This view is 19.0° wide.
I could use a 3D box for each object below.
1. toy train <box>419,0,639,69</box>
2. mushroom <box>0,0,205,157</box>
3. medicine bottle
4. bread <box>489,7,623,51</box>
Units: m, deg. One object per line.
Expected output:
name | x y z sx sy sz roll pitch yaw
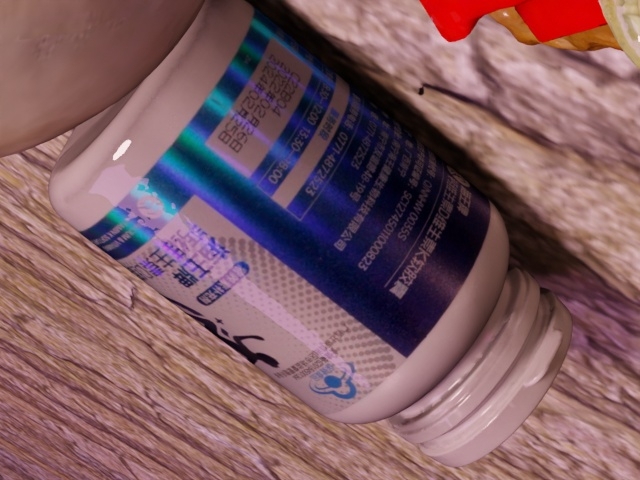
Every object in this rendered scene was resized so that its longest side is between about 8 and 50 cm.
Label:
toy train | 0.087 -0.096 0.334 0.204 0.083 0.131 -9 118 55
mushroom | -0.125 -0.135 0.441 0.260 0.254 0.234 11 115 46
medicine bottle | 0.000 0.000 0.725 0.191 0.107 0.107 38 162 -14
bread | 0.098 -0.070 0.464 0.157 0.052 0.044 10 149 52
